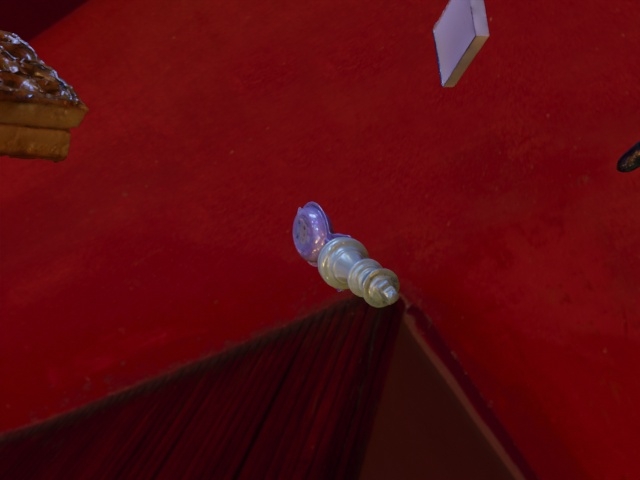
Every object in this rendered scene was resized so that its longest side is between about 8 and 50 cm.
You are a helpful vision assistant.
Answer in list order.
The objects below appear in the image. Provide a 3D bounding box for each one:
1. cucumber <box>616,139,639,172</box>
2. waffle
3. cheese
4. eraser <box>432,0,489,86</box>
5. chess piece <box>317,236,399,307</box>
[{"bbox_3d":[0.453,-0.132,0.966,0.032,0.032,0.133,39,137,-5],"label":"cucumber"},{"bbox_3d":[-0.440,-0.182,0.787,0.213,0.308,0.091,43,113,28],"label":"waffle"},{"bbox_3d":[0.000,0.000,1.156,0.042,0.191,0.105,-3,114,-28],"label":"cheese"},{"bbox_3d":[0.203,-0.306,1.050,0.023,0.150,0.103,-3,75,-10],"label":"eraser"},{"bbox_3d":[0.045,0.039,0.739,0.059,0.149,0.059,-5,105,-18],"label":"chess piece"}]
